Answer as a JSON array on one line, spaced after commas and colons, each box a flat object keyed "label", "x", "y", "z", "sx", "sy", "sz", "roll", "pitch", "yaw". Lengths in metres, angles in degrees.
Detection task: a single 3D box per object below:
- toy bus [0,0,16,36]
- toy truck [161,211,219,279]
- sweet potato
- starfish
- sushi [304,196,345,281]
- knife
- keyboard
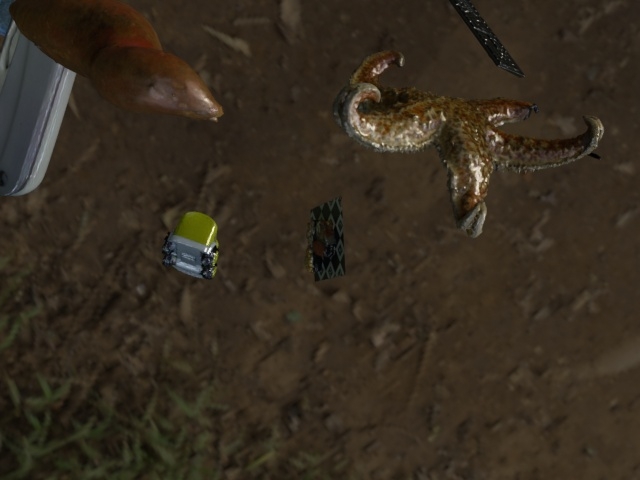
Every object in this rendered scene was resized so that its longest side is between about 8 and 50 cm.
[{"label": "toy bus", "x": -0.297, "y": -0.336, "z": 1.311, "sx": 0.190, "sy": 0.312, "sz": 0.152, "roll": 27, "pitch": 119, "yaw": -17}, {"label": "toy truck", "x": -0.170, "y": 0.005, "z": 1.740, "sx": 0.111, "sy": 0.076, "sz": 0.077, "roll": 103, "pitch": 6, "yaw": -67}, {"label": "sweet potato", "x": -0.133, "y": -0.121, "z": 0.795, "sx": 0.055, "sy": 0.202, "sz": 0.058, "roll": 27, "pitch": 94, "yaw": -48}, {"label": "starfish", "x": 0.157, "y": -0.119, "z": 1.401, "sx": 0.303, "sy": 0.312, "sz": 0.113, "roll": 14, "pitch": 120, "yaw": -5}, {"label": "sushi", "x": 0.000, "y": 0.000, "z": 1.954, "sx": 0.026, "sy": 0.126, "sz": 0.120, "roll": 0, "pitch": 83, "yaw": -23}, {"label": "knife", "x": -0.238, "y": -0.160, "z": 1.083, "sx": 0.265, "sy": 0.073, "sz": 0.040, "roll": -67, "pitch": 167, "yaw": 20}, {"label": "keyboard", "x": 0.187, "y": -0.276, "z": 1.577, "sx": 0.010, "sy": 0.198, "sz": 0.063, "roll": -45, "pitch": 147, "yaw": 25}]
